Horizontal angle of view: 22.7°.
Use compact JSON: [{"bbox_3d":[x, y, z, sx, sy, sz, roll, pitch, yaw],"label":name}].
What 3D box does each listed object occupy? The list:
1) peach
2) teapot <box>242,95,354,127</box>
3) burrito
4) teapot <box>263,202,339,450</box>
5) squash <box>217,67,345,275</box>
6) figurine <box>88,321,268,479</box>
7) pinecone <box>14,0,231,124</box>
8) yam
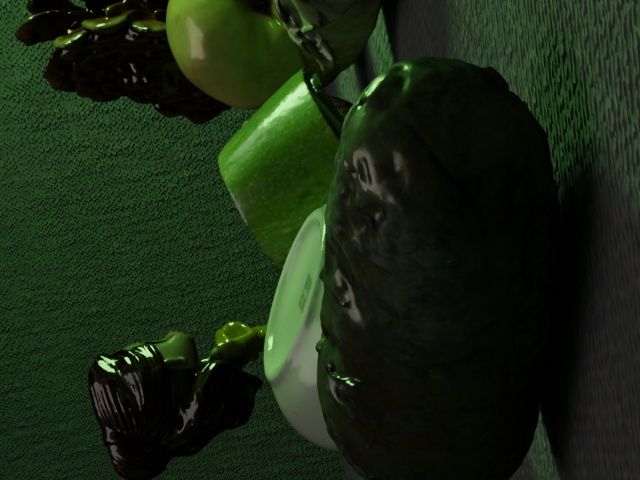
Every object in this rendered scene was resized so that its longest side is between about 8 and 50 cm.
[{"bbox_3d":[-0.057,-0.209,1.530,0.184,0.184,0.184,168,90,-87],"label":"peach"},{"bbox_3d":[0.005,-0.054,1.512,0.159,0.116,0.245,-64,27,2],"label":"teapot"},{"bbox_3d":[-0.003,-0.238,1.151,0.175,0.107,0.347,61,175,14],"label":"burrito"},{"bbox_3d":[0.042,0.063,1.178,0.298,0.139,0.204,-103,34,-66],"label":"teapot"},{"bbox_3d":[-0.008,-0.052,1.335,0.170,0.123,0.170,60,-173,-13],"label":"squash"},{"bbox_3d":[-0.060,0.108,1.484,0.187,0.315,0.168,-122,20,-79],"label":"figurine"},{"bbox_3d":[-0.187,-0.343,1.945,0.384,0.384,0.384,168,90,-87],"label":"pinecone"},{"bbox_3d":[0.057,0.025,0.817,0.330,0.133,0.133,85,172,-60],"label":"yam"}]
